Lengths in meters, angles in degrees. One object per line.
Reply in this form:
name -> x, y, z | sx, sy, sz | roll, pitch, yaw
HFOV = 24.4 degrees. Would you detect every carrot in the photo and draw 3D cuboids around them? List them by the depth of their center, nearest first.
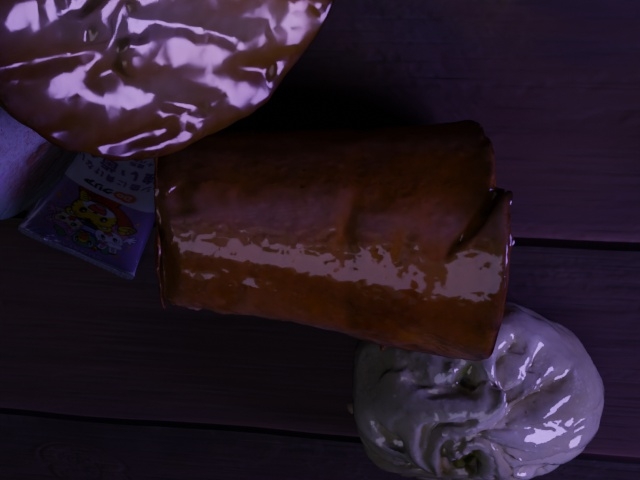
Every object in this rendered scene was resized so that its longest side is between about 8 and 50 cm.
carrot -> 0.000, 0.000, 1.123 | 0.254, 0.196, 0.196 | 0, 136, -8

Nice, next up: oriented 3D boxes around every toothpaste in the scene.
toothpaste -> -0.168, -0.062, 1.241 | 0.114, 0.073, 0.299 | 22, 140, -12

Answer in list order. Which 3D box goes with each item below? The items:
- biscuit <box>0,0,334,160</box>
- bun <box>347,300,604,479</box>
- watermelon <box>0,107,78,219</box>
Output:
biscuit -> -0.113, -0.196, 0.974 | 0.102, 0.296, 0.296 | 39, 152, 41
bun -> 0.134, 0.150, 1.312 | 0.230, 0.145, 0.229 | 6, 132, 6
watermelon -> -0.271, -0.156, 1.072 | 0.175, 0.188, 0.321 | 15, 122, 23
